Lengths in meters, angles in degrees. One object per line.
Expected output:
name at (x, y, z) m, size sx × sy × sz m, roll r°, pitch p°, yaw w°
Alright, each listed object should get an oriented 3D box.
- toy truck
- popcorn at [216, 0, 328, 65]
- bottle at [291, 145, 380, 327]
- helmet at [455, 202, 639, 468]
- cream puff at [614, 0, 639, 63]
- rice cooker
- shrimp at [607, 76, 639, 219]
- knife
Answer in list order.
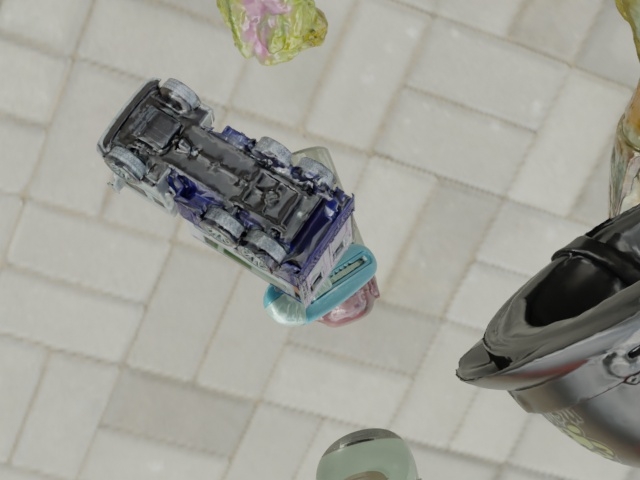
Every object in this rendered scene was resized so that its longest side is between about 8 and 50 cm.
toy truck at (-0.101, -0.050, 1.507) m, size 0.268 × 0.155 × 0.124 m, roll 32°, pitch 74°, yaw 14°
popcorn at (-0.064, -0.295, 1.777) m, size 0.126 × 0.145 × 0.125 m, roll -15°, pitch 132°, yaw -42°
bottle at (0.000, 0.000, 1.837) m, size 0.110 × 0.110 × 0.233 m, roll -21°, pitch 83°, yaw 0°
helmet at (0.235, 0.059, 0.864) m, size 0.279 × 0.230 × 0.160 m, roll -36°, pitch 98°, yaw -10°
cream puff at (0.340, -0.206, 0.947) m, size 0.270 × 0.274 × 0.323 m, roll -45°, pitch 109°, yaw -21°
rice cooker at (0.069, 0.345, 1.851) m, size 0.145 × 0.206 × 0.127 m, roll -15°, pitch 130°, yaw 8°
shrimp at (0.308, -0.064, 1.169) m, size 0.164 × 0.062 × 0.317 m, roll -4°, pitch 124°, yaw -28°
knife at (0.005, 0.048, 1.617) m, size 0.064 × 0.222 × 0.031 m, roll 52°, pitch 125°, yaw 6°
